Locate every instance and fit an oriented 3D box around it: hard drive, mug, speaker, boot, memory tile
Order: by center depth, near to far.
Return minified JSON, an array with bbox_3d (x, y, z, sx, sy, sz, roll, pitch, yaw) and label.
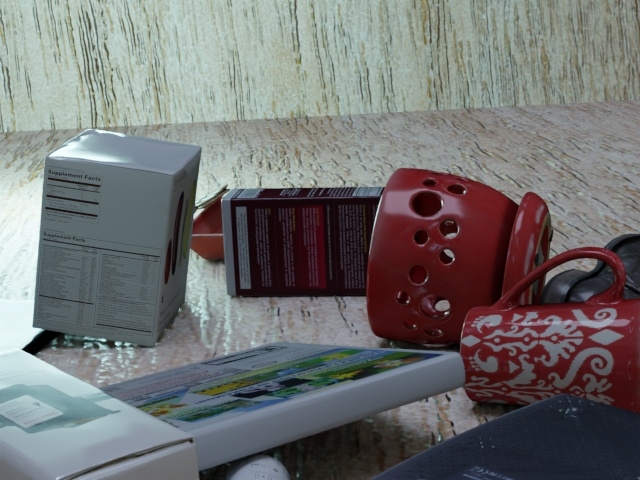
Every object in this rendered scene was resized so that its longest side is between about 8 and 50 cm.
[{"bbox_3d":[-0.049,0.208,0.941,0.055,0.055,0.136,-3,14,0],"label":"speaker"},{"bbox_3d":[0.173,0.188,0.981,0.254,0.054,0.172,-15,19,-42],"label":"hard drive"},{"bbox_3d":[0.226,0.091,1.205,0.169,0.150,0.113,-2,-21,23],"label":"mug"},{"bbox_3d":[0.384,0.078,1.366,0.229,0.091,0.263,16,26,38],"label":"boot"},{"bbox_3d":[-0.211,-0.042,1.969,0.148,0.012,0.113,-27,9,13],"label":"memory tile"}]

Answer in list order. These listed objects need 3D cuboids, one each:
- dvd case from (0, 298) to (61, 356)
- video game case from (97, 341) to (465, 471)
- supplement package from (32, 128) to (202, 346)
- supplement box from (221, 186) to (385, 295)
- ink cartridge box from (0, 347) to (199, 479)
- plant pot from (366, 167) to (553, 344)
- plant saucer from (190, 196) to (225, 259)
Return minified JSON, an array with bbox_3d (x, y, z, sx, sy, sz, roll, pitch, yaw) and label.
[{"bbox_3d":[-0.401,0.113,1.476,0.180,0.022,0.253,1,14,11],"label":"dvd case"},{"bbox_3d":[-0.090,0.145,1.137,0.329,0.036,0.300,-12,5,-34],"label":"video game case"},{"bbox_3d":[-0.236,-0.009,1.514,0.149,0.203,0.194,8,15,3],"label":"supplement package"},{"bbox_3d":[0.000,0.000,1.630,0.239,0.130,0.073,0,14,9],"label":"supplement box"},{"bbox_3d":[-0.175,0.184,0.816,0.100,0.172,0.237,-13,17,-37],"label":"ink cartridge box"},{"bbox_3d":[0.153,0.026,1.392,0.174,0.191,0.191,10,17,17],"label":"plant pot"},{"bbox_3d":[-0.055,-0.019,1.895,0.258,0.048,0.259,-1,13,8],"label":"plant saucer"}]
